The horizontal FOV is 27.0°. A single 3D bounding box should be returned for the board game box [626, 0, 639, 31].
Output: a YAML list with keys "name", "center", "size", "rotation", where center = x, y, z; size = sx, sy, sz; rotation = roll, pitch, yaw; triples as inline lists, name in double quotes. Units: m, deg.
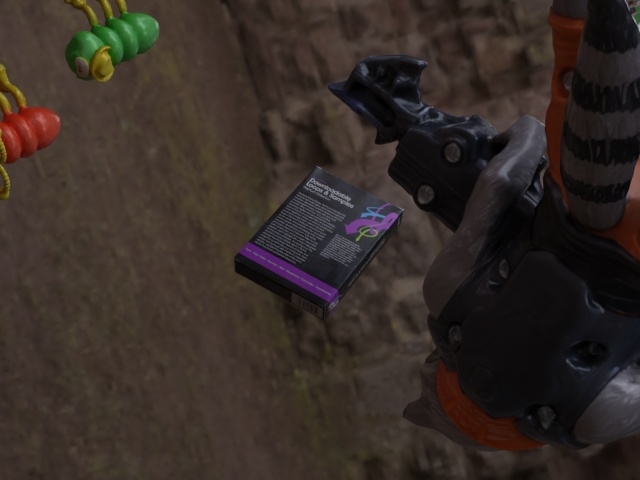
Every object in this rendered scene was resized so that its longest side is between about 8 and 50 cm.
- name: "board game box"
  center: [0.337, -0.049, 1.231]
  size: [0.317, 0.046, 0.213]
  rotation: [56, 45, -20]

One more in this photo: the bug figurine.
- name: "bug figurine"
  center: [-0.212, -0.176, 1.007]
  size: [0.072, 0.216, 0.279]
  rotation: [29, -41, 31]

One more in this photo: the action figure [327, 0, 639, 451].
- name: "action figure"
  center: [0.109, -0.023, 0.718]
  size: [0.178, 0.341, 0.330]
  rotation: [-27, 144, -45]

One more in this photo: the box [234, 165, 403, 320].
- name: "box"
  center: [0.000, 0.000, 1.433]
  size: [0.162, 0.116, 0.029]
  rotation: [-50, 158, -32]
